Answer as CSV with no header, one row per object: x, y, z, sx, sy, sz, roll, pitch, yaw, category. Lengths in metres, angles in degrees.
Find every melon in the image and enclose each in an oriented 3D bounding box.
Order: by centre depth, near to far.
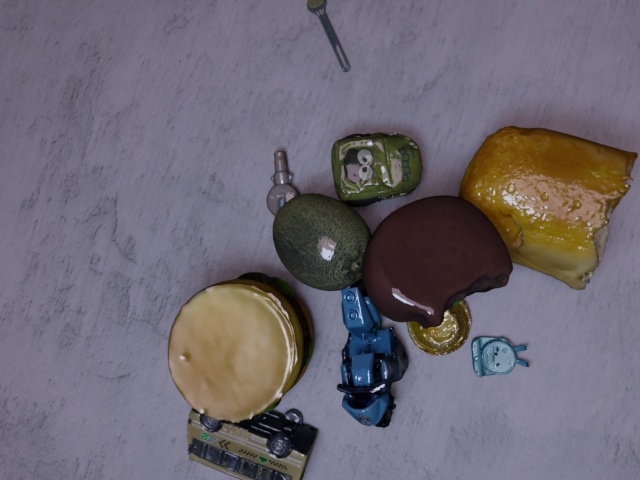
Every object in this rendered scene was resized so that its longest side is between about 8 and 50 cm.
0.000,0.000,1.281,0.249,0.248,0.329,-57,43,5,melon

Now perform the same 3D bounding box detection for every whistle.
-0.115,-0.162,1.420,0.106,0.057,0.220,-5,86,12,whistle

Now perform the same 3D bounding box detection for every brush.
0.029,-0.632,1.414,0.062,0.027,0.266,-25,84,11,brush

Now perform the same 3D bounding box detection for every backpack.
0.160,-0.204,1.326,0.253,0.140,0.207,-7,87,5,backpack

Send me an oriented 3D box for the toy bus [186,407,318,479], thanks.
-0.206,0.586,1.365,0.364,0.177,0.202,17,98,10,toy bus

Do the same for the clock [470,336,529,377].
0.494,0.319,1.289,0.147,0.045,0.108,-6,89,11,clock

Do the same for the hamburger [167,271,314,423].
-0.217,0.297,1.318,0.394,0.277,0.397,-1,87,10,hamburger

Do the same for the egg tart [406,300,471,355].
0.332,0.233,1.312,0.191,0.074,0.192,0,91,10,egg tart

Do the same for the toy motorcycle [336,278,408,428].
0.129,0.316,1.270,0.171,0.232,0.417,-9,87,23,toy motorcycle

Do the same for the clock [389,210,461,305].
0.269,0.042,1.283,0.219,0.106,0.256,1,67,5,clock

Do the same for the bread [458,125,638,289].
0.555,-0.105,1.180,0.393,0.250,0.362,22,92,12,bread

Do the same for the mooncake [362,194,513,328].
0.276,0.055,1.121,0.333,0.174,0.326,24,68,9,mooncake
